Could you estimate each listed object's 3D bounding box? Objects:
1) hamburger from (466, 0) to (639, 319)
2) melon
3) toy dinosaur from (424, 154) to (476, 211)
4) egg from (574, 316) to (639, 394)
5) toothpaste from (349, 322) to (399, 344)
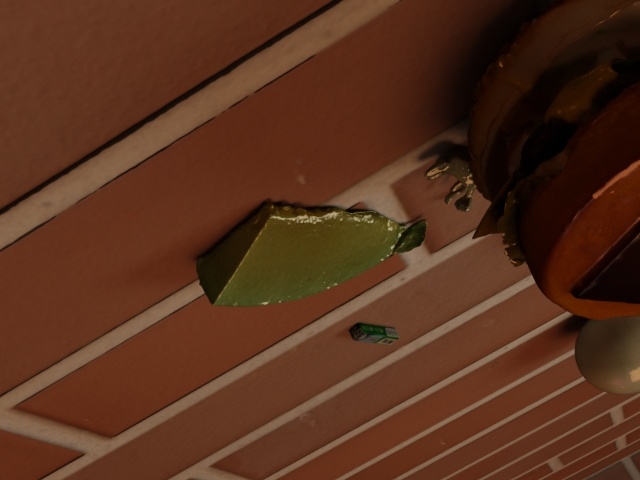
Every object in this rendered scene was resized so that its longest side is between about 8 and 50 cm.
[{"bbox_3d":[0.264,-0.081,0.698,0.291,0.225,0.291,-14,142,-12],"label":"hamburger"},{"bbox_3d":[0.001,0.000,0.820,0.262,0.053,0.114,-8,127,-36],"label":"melon"},{"bbox_3d":[0.185,-0.078,0.832,0.187,0.044,0.106,-20,134,-10],"label":"toy dinosaur"},{"bbox_3d":[0.525,0.168,1.367,0.209,0.151,0.151,-34,150,4],"label":"egg"},{"bbox_3d":[0.071,0.123,1.073,0.020,0.017,0.083,-43,146,25],"label":"toothpaste"}]
